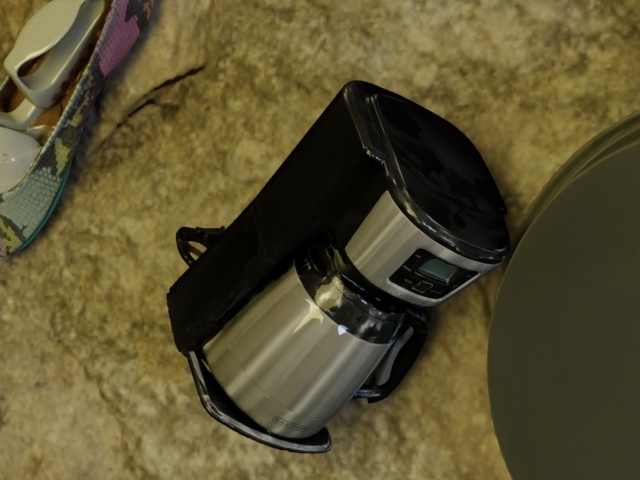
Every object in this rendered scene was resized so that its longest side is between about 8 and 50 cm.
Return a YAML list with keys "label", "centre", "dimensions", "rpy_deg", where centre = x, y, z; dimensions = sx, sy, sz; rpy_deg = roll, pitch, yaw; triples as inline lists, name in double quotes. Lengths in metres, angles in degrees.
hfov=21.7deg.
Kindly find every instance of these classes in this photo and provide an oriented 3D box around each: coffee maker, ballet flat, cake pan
- label: "coffee maker"
  centre: [0.000, 0.000, 0.927]
  dimensions: [0.178, 0.120, 0.171]
  rpy_deg: [-48, 63, 25]
- label: "ballet flat"
  centre: [-0.182, -0.093, 1.071]
  dimensions: [0.077, 0.079, 0.221]
  rpy_deg: [35, 100, 26]
- label: "cake pan"
  centre: [0.206, 0.068, 0.831]
  dimensions: [0.293, 0.054, 0.293]
  rpy_deg: [3, 96, 31]
